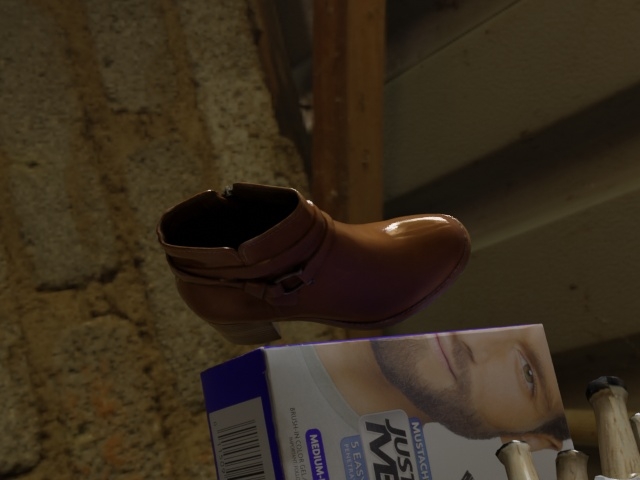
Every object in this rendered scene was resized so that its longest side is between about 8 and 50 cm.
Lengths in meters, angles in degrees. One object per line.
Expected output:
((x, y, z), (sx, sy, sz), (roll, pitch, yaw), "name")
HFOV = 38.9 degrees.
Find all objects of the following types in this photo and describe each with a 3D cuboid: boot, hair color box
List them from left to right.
((0.000, 0.000, 0.838), (0.220, 0.283, 0.109), (70, 9, -61), "boot")
((0.076, 0.180, 0.802), (0.110, 0.338, 0.185), (-26, -110, 47), "hair color box")

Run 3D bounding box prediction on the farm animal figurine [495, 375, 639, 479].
((0.101, 0.245, 0.401), (0.326, 0.330, 0.172), (-33, -145, 30), "farm animal figurine")
